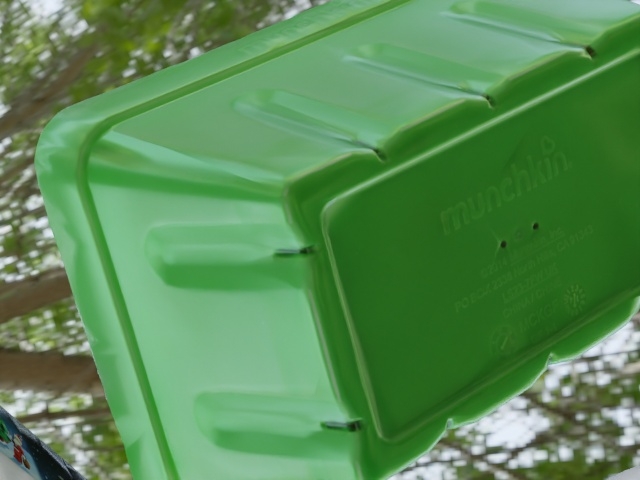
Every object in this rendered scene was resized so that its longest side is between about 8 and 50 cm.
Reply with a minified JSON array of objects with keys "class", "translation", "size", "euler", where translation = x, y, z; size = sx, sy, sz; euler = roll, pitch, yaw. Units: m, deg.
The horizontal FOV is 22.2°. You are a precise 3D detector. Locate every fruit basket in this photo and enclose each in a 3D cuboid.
[{"class":"fruit basket","translation":[0.000,0.000,0.999],"size":[0.392,0.392,0.283],"euler":[-28,-68,-37]}]

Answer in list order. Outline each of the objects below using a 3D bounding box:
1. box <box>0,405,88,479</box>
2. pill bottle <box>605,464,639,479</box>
[{"class":"box","translation":[-0.240,0.157,0.953],"size":[0.233,0.159,0.044],"euler":[50,-166,-38]},{"class":"pill bottle","translation":[0.129,0.177,0.673],"size":[0.146,0.264,0.146],"euler":[7,-114,-17]}]
